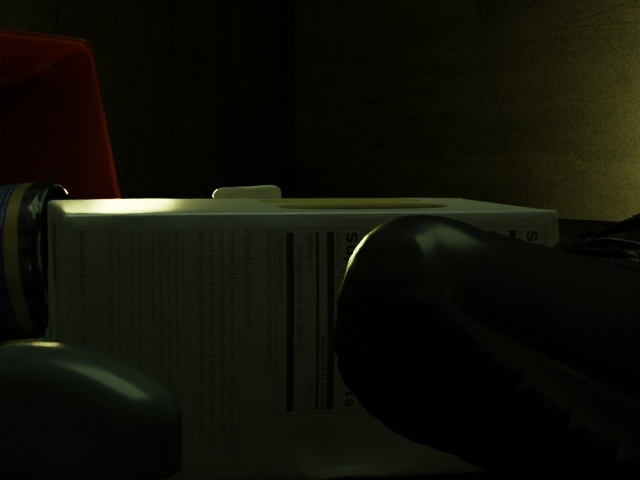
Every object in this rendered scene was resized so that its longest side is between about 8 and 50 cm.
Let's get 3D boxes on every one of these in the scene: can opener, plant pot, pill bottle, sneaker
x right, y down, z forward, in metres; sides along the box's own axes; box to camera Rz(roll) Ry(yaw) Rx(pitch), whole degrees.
[{"bbox_3d":[-0.016,0.093,0.397,0.280,0.093,0.074,7,5,18],"label":"can opener"},{"bbox_3d":[-0.369,-0.048,1.223,0.235,0.267,0.267,-10,0,23],"label":"plant pot"},{"bbox_3d":[-0.304,0.022,0.988,0.219,0.123,0.123,-5,4,6],"label":"pill bottle"},{"bbox_3d":[0.116,0.031,0.436,0.109,0.130,0.286,7,-12,46],"label":"sneaker"}]

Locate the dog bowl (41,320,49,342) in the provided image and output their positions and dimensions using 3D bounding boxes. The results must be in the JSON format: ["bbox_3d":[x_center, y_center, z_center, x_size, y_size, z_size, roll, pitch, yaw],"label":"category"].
[{"bbox_3d":[-0.055,0.035,0.866,0.166,0.074,0.297,20,22,34],"label":"dog bowl"}]

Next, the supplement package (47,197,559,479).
[{"bbox_3d":[-0.015,0.046,0.658,0.244,0.134,0.139,-1,5,-16],"label":"supplement package"}]

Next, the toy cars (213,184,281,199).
[{"bbox_3d":[0.000,0.000,1.251,0.176,0.087,0.393,-9,-9,39],"label":"toy cars"}]
